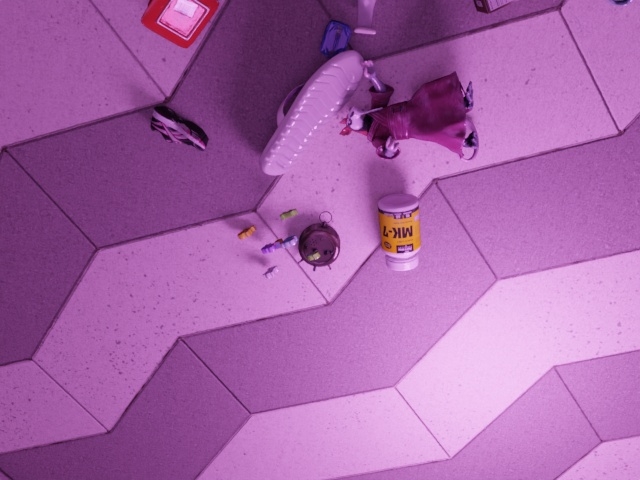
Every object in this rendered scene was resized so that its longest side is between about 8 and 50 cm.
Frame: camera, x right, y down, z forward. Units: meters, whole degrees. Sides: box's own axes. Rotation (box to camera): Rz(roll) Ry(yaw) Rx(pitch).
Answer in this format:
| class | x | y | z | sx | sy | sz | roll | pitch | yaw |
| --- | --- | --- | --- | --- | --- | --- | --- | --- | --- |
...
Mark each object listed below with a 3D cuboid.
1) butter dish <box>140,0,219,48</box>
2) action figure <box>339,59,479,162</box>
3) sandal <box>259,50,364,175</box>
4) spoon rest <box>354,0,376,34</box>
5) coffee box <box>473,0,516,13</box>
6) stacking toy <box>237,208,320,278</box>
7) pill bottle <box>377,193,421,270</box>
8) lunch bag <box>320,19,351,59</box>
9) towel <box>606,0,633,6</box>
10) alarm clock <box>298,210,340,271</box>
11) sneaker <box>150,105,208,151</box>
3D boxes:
| class | x | y | z | sx | sy | sz | roll | pitch | yaw |
| --- | --- | --- | --- | --- | --- | --- | --- | --- | --- |
| butter dish | -0.371 | -0.605 | 1.428 | 0.160 | 0.118 | 0.160 | -45 | 147 | 21 |
| action figure | 0.230 | -0.336 | 1.517 | 0.370 | 0.276 | 0.248 | -2 | 84 | 23 |
| sandal | -0.050 | -0.357 | 1.523 | 0.416 | 0.169 | 0.102 | -49 | 64 | 20 |
| spoon rest | 0.122 | -0.661 | 1.409 | 0.137 | 0.084 | 0.276 | 6 | 101 | -2 |
| coffee box | 0.494 | -0.652 | 1.353 | 0.246 | 0.141 | 0.098 | -22 | 112 | 13 |
| stacking toy | -0.125 | 0.014 | 1.685 | 0.221 | 0.052 | 0.167 | -20 | 108 | 31 |
| pill bottle | 0.236 | -0.024 | 1.656 | 0.119 | 0.119 | 0.208 | -6 | 114 | 5 |
| lunch bag | 0.038 | -0.524 | 1.469 | 0.067 | 0.065 | 0.098 | 18 | 113 | -5 |
| towel | 0.624 | -0.743 | 1.230 | 0.374 | 0.320 | 0.090 | 47 | 151 | -17 |
| alarm clock | 0.000 | 0.000 | 1.710 | 0.129 | 0.064 | 0.192 | 11 | 111 | -2 |
| sneaker | -0.403 | -0.305 | 1.593 | 0.178 | 0.072 | 0.077 | 35 | 123 | -4 |
